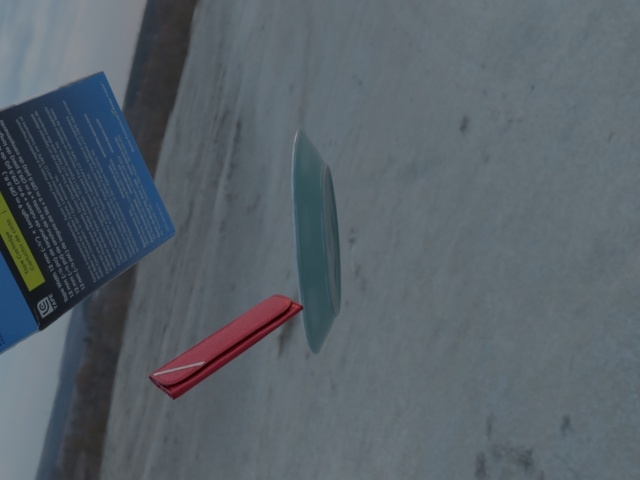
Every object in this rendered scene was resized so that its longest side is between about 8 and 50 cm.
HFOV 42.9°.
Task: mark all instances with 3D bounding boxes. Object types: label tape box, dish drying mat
[{"bbox_3d":[-0.362,-0.039,1.012,0.115,0.249,0.348,-10,20,34],"label":"label tape box"},{"bbox_3d":[-0.049,0.053,0.428,0.032,0.083,0.008,13,132,57],"label":"dish drying mat"}]

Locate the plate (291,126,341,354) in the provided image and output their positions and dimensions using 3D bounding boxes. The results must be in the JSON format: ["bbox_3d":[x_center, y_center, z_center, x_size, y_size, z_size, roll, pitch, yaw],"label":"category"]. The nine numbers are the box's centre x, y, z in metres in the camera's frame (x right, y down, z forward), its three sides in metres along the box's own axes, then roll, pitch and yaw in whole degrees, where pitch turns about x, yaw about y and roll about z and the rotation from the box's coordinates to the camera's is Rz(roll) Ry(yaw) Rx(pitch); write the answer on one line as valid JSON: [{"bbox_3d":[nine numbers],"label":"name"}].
[{"bbox_3d":[0.000,0.000,0.674,0.188,0.024,0.188,-4,-90,-85],"label":"plate"}]
